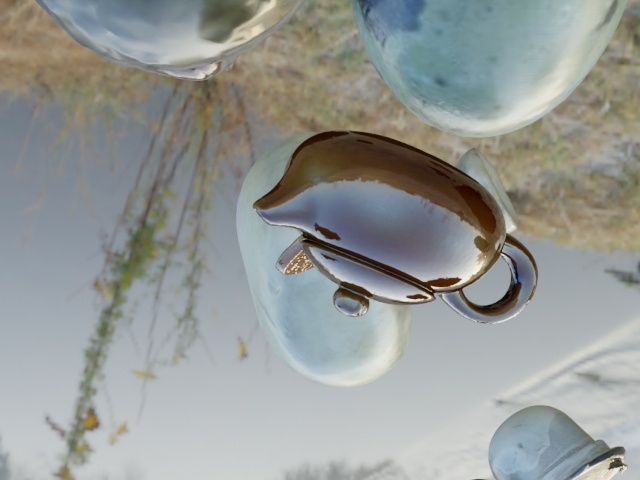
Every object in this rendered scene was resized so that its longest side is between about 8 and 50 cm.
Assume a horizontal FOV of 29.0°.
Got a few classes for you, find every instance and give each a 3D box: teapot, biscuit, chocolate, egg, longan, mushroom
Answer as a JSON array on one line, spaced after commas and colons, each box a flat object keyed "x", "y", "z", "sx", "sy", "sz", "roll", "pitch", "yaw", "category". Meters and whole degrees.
[{"x": 0.063, "y": 0.004, "z": 0.960, "sx": 0.252, "sy": 0.135, "sz": 0.178, "roll": 27, "pitch": 179, "yaw": -25, "category": "teapot"}, {"x": 0.000, "y": 0.000, "z": 1.056, "sx": 0.078, "sy": 0.015, "sz": 0.091, "roll": -44, "pitch": 166, "yaw": 21, "category": "biscuit"}, {"x": 0.318, "y": 0.306, "z": 1.740, "sx": 0.221, "sy": 0.147, "sz": 0.221, "roll": -23, "pitch": 151, "yaw": -13, "category": "chocolate"}, {"x": 0.200, "y": -0.330, "z": 1.481, "sx": 0.345, "sy": 0.345, "sz": 0.428, "roll": 10, "pitch": 125, "yaw": 6, "category": "egg"}, {"x": -0.179, "y": -0.395, "z": 1.488, "sx": 0.391, "sy": 0.391, "sz": 0.391, "roll": 10, "pitch": 155, "yaw": 5, "category": "longan"}, {"x": 0.026, "y": 0.012, "z": 1.483, "sx": 0.315, "sy": 0.315, "sz": 0.356, "roll": 24, "pitch": 145, "yaw": -24, "category": "mushroom"}]

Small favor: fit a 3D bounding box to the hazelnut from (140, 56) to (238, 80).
[{"x": -0.199, "y": -0.339, "z": 1.833, "sx": 0.229, "sy": 0.229, "sz": 0.229, "roll": 10, "pitch": 155, "yaw": 5, "category": "hazelnut"}]

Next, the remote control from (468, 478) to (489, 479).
[{"x": 0.141, "y": 0.424, "z": 1.697, "sx": 0.266, "sy": 0.066, "sz": 0.090, "roll": -39, "pitch": 96, "yaw": 13, "category": "remote control"}]
